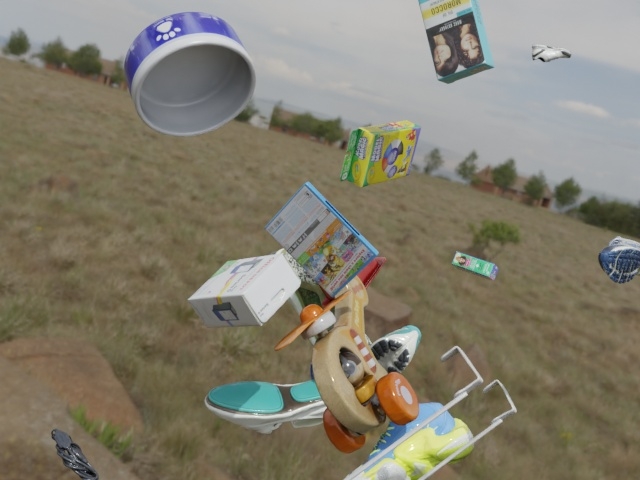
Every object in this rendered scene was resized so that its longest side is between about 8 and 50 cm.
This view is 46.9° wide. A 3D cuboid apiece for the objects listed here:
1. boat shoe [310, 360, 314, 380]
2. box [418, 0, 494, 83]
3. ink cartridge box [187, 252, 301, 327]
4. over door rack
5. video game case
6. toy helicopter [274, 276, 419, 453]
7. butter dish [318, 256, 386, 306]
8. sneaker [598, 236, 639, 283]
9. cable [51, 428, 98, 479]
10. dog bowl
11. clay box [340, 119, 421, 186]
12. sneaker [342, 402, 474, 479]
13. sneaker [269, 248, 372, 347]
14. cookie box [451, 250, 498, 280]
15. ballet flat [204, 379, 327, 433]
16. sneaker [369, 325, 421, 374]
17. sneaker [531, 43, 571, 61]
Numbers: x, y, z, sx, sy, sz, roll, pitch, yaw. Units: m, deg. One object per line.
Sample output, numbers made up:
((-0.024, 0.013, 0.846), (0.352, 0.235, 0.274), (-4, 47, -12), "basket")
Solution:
((0.011, 0.342, 2.084), (0.066, 0.183, 0.066), (-1, -37, 9), "boat shoe")
((0.248, -0.433, 1.404), (0.101, 0.244, 0.060), (-15, -4, 29), "box")
((-0.172, 0.115, 1.662), (0.212, 0.093, 0.154), (-6, 31, 46), "ink cartridge box")
((0.147, 0.320, 1.021), (0.108, 0.324, 0.239), (42, 0, 34), "over door rack")
((0.000, 0.000, 1.226), (0.166, 0.119, 0.015), (46, 29, 2), "video game case")
((0.036, 0.162, 1.252), (0.235, 0.140, 0.355), (45, 25, -24), "toy helicopter")
((0.053, 0.074, 1.797), (0.118, 0.160, 0.160), (47, -24, -19), "butter dish")
((0.401, 0.023, 0.983), (0.135, 0.052, 0.058), (6, 25, -41), "sneaker")
((-0.638, 0.576, 1.927), (0.184, 0.047, 0.150), (35, -26, 38), "cable")
((-0.279, -0.350, 1.575), (0.265, 0.265, 0.104), (7, 47, -43), "dog bowl")
((0.138, -0.198, 1.679), (0.053, 0.127, 0.222), (28, 30, 31), "clay box")
((0.128, 0.346, 1.231), (0.240, 0.091, 0.126), (-18, 43, -15), "sneaker")
((0.032, 0.158, 1.943), (0.410, 0.182, 0.158), (51, 37, 5), "sneaker")
((0.412, 0.069, 1.964), (0.107, 0.040, 0.092), (19, -3, 23), "cookie box")
((-0.095, 0.436, 1.905), (0.401, 0.139, 0.139), (-4, 14, -14), "ballet flat")
((0.124, 0.278, 1.619), (0.107, 0.275, 0.110), (50, 38, 3), "sneaker")
((0.614, -0.494, 1.967), (0.109, 0.043, 0.040), (7, 3, -2), "sneaker")
